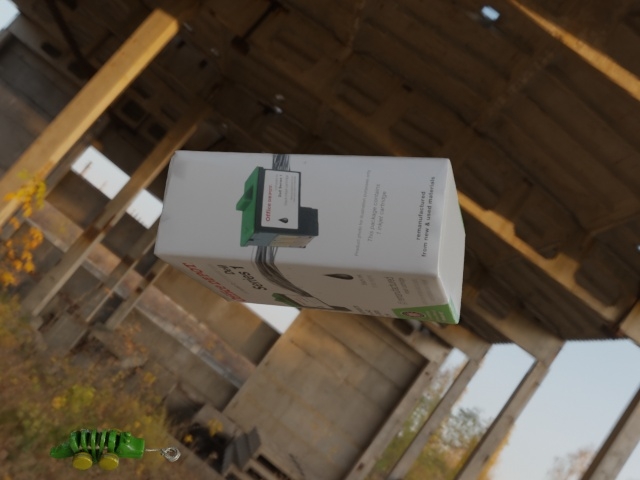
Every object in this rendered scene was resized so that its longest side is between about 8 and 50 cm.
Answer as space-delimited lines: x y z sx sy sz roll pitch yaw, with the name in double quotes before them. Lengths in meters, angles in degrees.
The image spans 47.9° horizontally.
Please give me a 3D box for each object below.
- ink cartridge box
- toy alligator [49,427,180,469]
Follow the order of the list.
"ink cartridge box" 0.000 0.000 0.588 0.219 0.093 0.160 3 -18 17
"toy alligator" -0.305 0.303 1.071 0.056 0.189 0.051 -98 -167 -53
